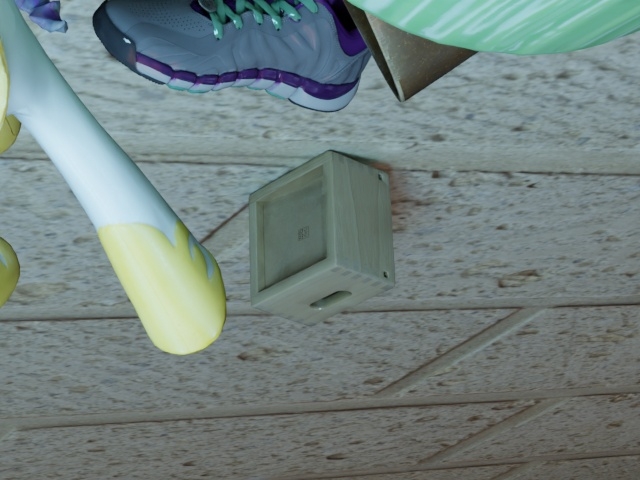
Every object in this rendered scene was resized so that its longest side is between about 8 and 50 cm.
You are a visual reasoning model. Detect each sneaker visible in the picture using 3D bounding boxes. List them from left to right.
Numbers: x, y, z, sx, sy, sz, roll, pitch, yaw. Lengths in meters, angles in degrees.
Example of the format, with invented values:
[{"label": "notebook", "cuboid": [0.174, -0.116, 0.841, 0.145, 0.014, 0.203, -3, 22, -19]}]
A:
[{"label": "sneaker", "cuboid": [-0.047, -0.152, 1.286, 0.223, 0.083, 0.098, 4, 133, -44]}]

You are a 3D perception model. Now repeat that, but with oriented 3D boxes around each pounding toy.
[{"label": "pounding toy", "cuboid": [0.000, 0.000, 1.687, 0.100, 0.130, 0.141, 20, 146, -37]}]

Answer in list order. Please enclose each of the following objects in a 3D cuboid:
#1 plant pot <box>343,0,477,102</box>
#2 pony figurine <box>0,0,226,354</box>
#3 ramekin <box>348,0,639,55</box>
[{"label": "plant pot", "cuboid": [0.096, -0.216, 0.972, 0.230, 0.215, 0.215, -26, 161, 2]}, {"label": "pony figurine", "cuboid": [-0.156, -0.141, 0.743, 0.302, 0.351, 0.363, -15, 158, 8]}, {"label": "ramekin", "cuboid": [0.091, -0.222, 0.769, 0.303, 0.303, 0.148, -5, 169, -19]}]
